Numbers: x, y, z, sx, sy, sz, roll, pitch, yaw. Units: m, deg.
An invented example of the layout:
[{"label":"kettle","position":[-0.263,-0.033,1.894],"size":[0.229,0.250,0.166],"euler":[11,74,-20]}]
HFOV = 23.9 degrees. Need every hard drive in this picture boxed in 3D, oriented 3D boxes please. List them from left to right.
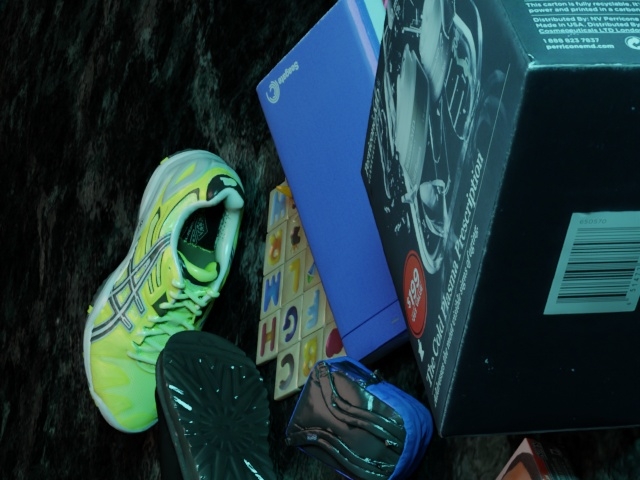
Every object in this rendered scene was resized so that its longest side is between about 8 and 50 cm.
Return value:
[{"label":"hard drive","position":[0.042,-0.058,1.501],"size":[0.210,0.040,0.318],"euler":[-39,65,52]}]

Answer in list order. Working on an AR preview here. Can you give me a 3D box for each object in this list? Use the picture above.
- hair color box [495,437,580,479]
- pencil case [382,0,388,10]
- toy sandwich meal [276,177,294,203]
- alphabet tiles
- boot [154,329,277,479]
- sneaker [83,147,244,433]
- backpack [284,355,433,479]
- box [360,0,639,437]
[{"label":"hair color box","position":[0.159,0.236,1.231],"size":[0.141,0.043,0.072],"euler":[-60,28,28]},{"label":"pencil case","position":[0.095,-0.254,1.558],"size":[0.098,0.095,0.209],"euler":[-2,61,27]},{"label":"toy sandwich meal","position":[-0.026,-0.081,1.778],"size":[0.085,0.029,0.085],"euler":[-42,40,50]},{"label":"alphabet tiles","position":[0.000,0.000,1.728],"size":[0.285,0.011,0.342],"euler":[-33,48,55]},{"label":"boot","position":[-0.164,0.301,1.762],"size":[0.260,0.131,0.348],"euler":[-56,31,35]},{"label":"sneaker","position":[-0.204,0.071,1.958],"size":[0.147,0.145,0.384],"euler":[29,104,65]},{"label":"backpack","position":[0.048,0.172,1.435],"size":[0.120,0.101,0.098],"euler":[30,111,31]},{"label":"box","position":[0.161,-0.082,1.124],"size":[0.312,0.179,0.343],"euler":[-103,16,-47]}]
